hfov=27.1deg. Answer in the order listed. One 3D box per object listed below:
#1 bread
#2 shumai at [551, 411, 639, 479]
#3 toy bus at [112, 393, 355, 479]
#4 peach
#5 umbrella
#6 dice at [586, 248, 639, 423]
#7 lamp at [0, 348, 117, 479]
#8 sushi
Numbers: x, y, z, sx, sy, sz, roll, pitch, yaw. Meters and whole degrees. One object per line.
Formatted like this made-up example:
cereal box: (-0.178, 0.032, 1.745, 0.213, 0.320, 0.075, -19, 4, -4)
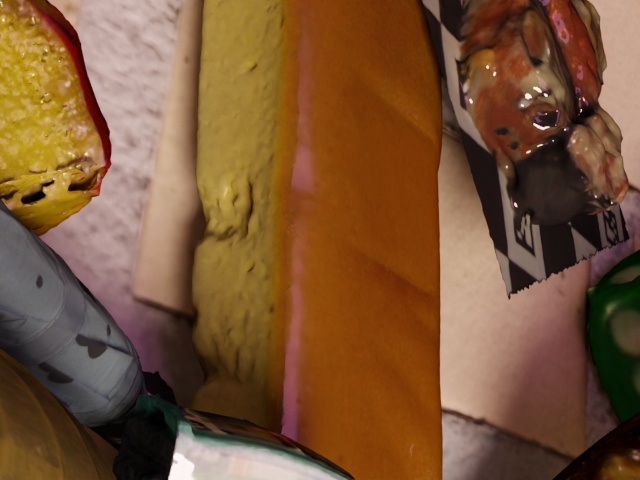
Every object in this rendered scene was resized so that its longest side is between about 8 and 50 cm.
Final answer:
bread: (0.000, -0.001, 0.651, 0.138, 0.077, 0.362, 23, 62, -51)
shumai: (0.216, 0.178, 0.647, 0.291, 0.330, 0.289, 23, 71, -11)
toy bus: (-0.055, 0.193, 0.492, 0.109, 0.091, 0.262, 13, 89, -20)
peach: (-0.165, -0.032, 0.499, 0.127, 0.092, 0.172, 51, 57, -12)
umbrella: (-0.107, 0.034, 0.490, 0.052, 0.053, 0.250, 52, -6, 29)
dice: (0.256, 0.064, 0.857, 0.120, 0.131, 0.128, -29, 100, -43)
lamp: (-0.152, 0.106, 0.335, 0.250, 0.284, 0.250, 16, 33, -11)
sushi: (0.141, -0.129, 0.795, 0.292, 0.059, 0.294, -19, 92, -64)
